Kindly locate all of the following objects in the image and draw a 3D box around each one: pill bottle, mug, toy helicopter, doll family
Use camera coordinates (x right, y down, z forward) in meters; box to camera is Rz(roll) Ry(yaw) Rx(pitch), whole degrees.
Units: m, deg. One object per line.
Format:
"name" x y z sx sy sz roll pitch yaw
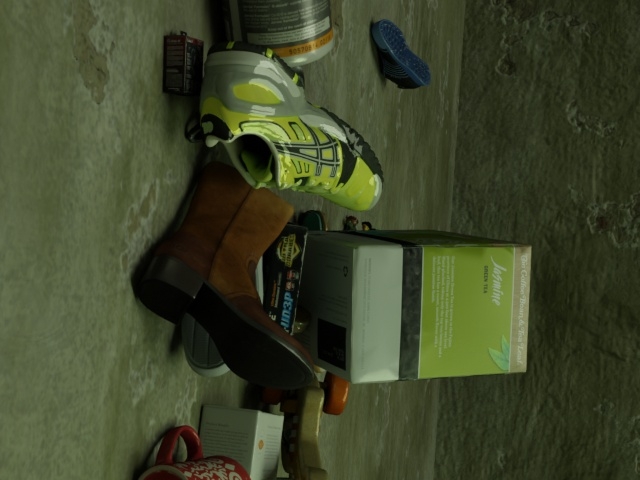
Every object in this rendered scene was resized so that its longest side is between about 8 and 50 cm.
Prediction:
"pill bottle" -0.070 -0.399 1.547 0.162 0.162 0.279 -61 151 -57
"mug" -0.185 0.333 1.446 0.113 0.150 0.169 -50 159 5
"toy helicopter" -0.033 0.353 1.740 0.355 0.140 0.235 -108 -149 -71
"doll family" 0.097 0.017 2.394 0.193 0.076 0.111 80 16 -54

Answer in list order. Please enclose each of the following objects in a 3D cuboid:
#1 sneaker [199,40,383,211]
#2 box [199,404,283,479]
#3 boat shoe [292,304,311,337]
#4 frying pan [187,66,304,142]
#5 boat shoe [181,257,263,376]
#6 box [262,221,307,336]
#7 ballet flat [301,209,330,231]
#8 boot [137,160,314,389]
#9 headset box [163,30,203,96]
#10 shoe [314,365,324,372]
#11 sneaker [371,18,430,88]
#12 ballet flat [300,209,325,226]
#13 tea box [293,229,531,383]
"sneaker" -0.049 -0.125 1.543 0.384 0.145 0.147 36 64 -44
"box" -0.125 0.339 1.628 0.130 0.091 0.171 39 56 -70
"boat shoe" -0.058 0.134 1.788 0.170 0.063 0.059 -146 -111 -74
"frying pan" -0.091 -0.209 1.630 0.197 0.053 0.326 -67 167 2
"boat shoe" -0.123 0.069 1.560 0.094 0.109 0.302 77 20 -54
"box" -0.075 0.078 1.657 0.175 0.051 0.220 -160 -103 -76
"ballet flat" -0.009 0.061 1.998 0.073 0.080 0.232 9 92 -42
"boot" -0.092 0.044 1.471 0.096 0.264 0.280 -57 -175 39
"headset box" -0.180 -0.234 1.426 0.062 0.032 0.083 -15 106 -74
"shoe" 0.015 0.155 2.144 0.076 0.058 0.219 7 86 -74
"sneaker" 0.169 -0.431 2.555 0.232 0.090 0.081 42 51 -43
"ballet flat" 0.000 0.000 2.076 0.173 0.049 0.058 66 32 -58
"tea box" 0.133 0.099 1.834 0.329 0.323 0.220 -168 -101 -66
